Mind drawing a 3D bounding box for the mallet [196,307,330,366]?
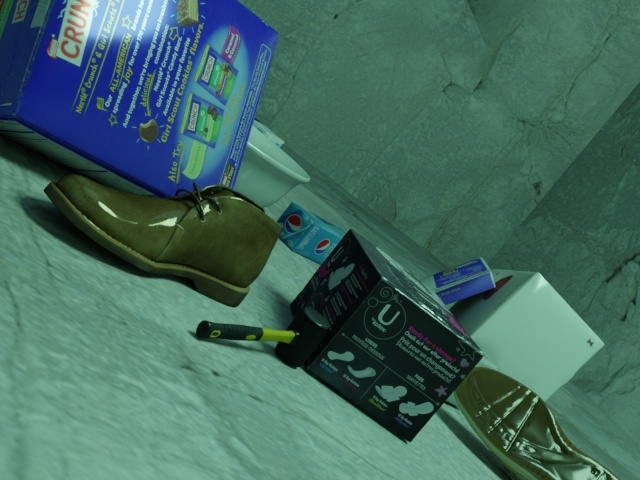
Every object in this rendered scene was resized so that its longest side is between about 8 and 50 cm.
[{"bbox_3d":[-0.054,0.089,0.948,0.039,0.062,0.190,44,10,30],"label":"mallet"}]

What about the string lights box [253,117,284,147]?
[{"bbox_3d":[-0.208,-0.223,1.816,0.260,0.133,0.077,42,7,26],"label":"string lights box"}]

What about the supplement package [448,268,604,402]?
[{"bbox_3d":[0.349,0.172,1.693,0.175,0.177,0.293,48,-4,-3],"label":"supplement package"}]

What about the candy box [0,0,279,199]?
[{"bbox_3d":[-0.216,-0.197,1.071,0.122,0.268,0.317,5,-16,38],"label":"candy box"}]

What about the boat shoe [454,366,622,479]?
[{"bbox_3d":[0.298,0.303,1.286,0.302,0.109,0.098,41,-32,23],"label":"boat shoe"}]

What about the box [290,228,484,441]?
[{"bbox_3d":[0.075,0.107,1.155,0.163,0.142,0.247,37,8,-13],"label":"box"}]

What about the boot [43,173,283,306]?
[{"bbox_3d":[-0.153,-0.025,0.969,0.112,0.115,0.305,46,11,33],"label":"boot"}]

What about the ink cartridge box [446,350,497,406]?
[{"bbox_3d":[0.148,0.154,1.417,0.219,0.092,0.160,32,11,-46],"label":"ink cartridge box"}]

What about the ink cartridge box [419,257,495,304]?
[{"bbox_3d":[0.218,0.096,1.719,0.208,0.206,0.045,-41,110,-82],"label":"ink cartridge box"}]

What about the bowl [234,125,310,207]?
[{"bbox_3d":[-0.172,-0.138,1.481,0.298,0.134,0.298,38,8,-6],"label":"bowl"}]

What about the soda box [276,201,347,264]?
[{"bbox_3d":[0.000,0.000,1.740,0.071,0.067,0.210,44,8,32],"label":"soda box"}]
